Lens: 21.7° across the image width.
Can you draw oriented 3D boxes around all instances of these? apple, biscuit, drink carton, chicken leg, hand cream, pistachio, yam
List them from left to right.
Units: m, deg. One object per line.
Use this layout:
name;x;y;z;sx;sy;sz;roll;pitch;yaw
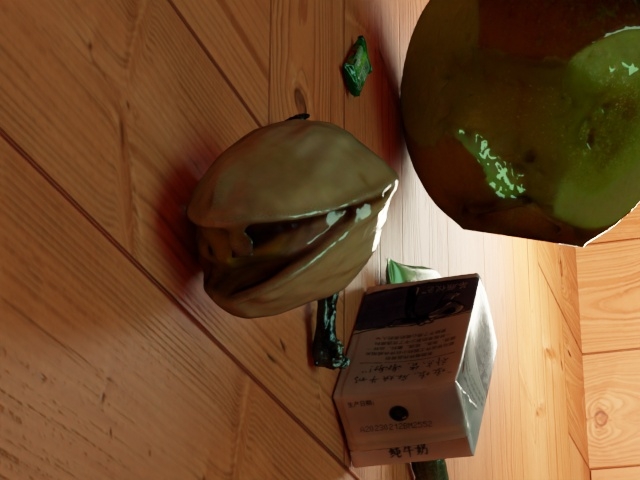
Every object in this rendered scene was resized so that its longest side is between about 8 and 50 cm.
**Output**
pistachio;-0.026;-0.016;1.358;0.229;0.157;0.157;-36;118;-58
chicken leg;0.000;0.000;1.621;0.106;0.051;0.253;-41;124;-64
biscuit;0.041;-0.197;1.907;0.089;0.016;0.046;-69;146;-60
hand cream;0.111;0.067;1.980;0.175;0.046;0.095;2;84;-72
drink carton;0.104;0.135;1.768;0.222;0.134;0.102;-67;147;-59
yam;0.124;0.250;1.956;0.043;0.043;0.094;-63;144;-63
apple;0.269;-0.167;2.092;0.384;0.374;0.374;40;44;-82
